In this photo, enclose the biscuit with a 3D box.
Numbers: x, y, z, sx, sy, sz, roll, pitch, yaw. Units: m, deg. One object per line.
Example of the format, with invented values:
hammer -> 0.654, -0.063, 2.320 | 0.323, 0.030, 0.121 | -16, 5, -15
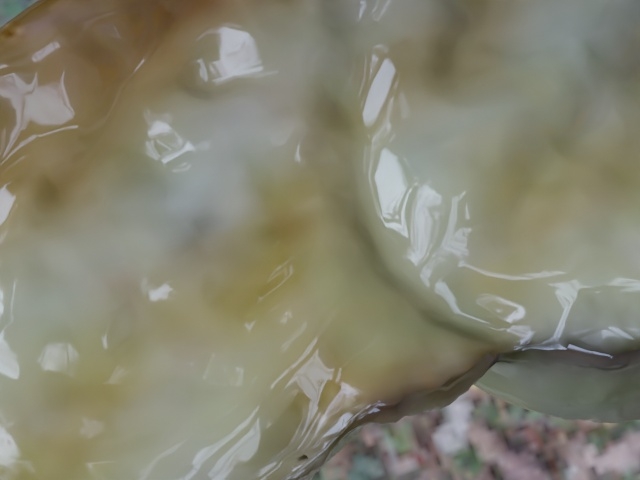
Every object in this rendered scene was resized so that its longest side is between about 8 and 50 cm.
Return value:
biscuit -> -0.003, -0.003, 0.401 | 0.045, 0.299, 0.154 | 90, 159, -57
